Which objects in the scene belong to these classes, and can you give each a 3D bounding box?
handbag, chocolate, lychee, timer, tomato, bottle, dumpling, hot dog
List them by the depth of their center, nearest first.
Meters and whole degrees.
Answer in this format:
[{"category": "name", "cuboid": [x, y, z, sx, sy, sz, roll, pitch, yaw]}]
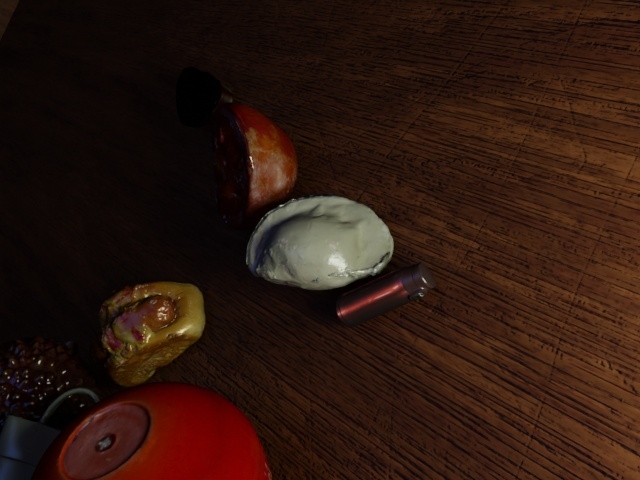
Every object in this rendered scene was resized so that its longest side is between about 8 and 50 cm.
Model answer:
[{"category": "timer", "cuboid": [-0.261, 0.392, 1.238, 0.377, 0.279, 0.378, -16, 31, 10]}, {"category": "bottle", "cuboid": [0.102, 0.084, 1.254, 0.164, 0.060, 0.060, -28, 54, 33]}, {"category": "dumpling", "cuboid": [0.000, 0.000, 1.341, 0.246, 0.142, 0.173, 0, 69, 13]}, {"category": "handbag", "cuboid": [-0.469, 0.414, 1.426, 0.109, 0.241, 0.316, 103, -177, -63]}, {"category": "tomato", "cuboid": [-0.118, -0.141, 1.516, 0.200, 0.139, 0.233, 44, 138, 53]}, {"category": "hot dog", "cuboid": [-0.354, 0.176, 1.587, 0.256, 0.153, 0.150, -38, 49, 26]}, {"category": "lychee", "cuboid": [-0.590, 0.344, 1.629, 0.306, 0.306, 0.330, -41, 8, 23]}, {"category": "chocolate", "cuboid": [-0.245, -0.300, 1.759, 0.148, 0.080, 0.125, 25, 102, 40]}]

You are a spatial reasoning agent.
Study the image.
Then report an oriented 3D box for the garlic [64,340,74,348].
[{"category": "garlic", "cuboid": [-0.584, 0.273, 1.852, 0.053, 0.041, 0.083, -14, 59, -8]}]
